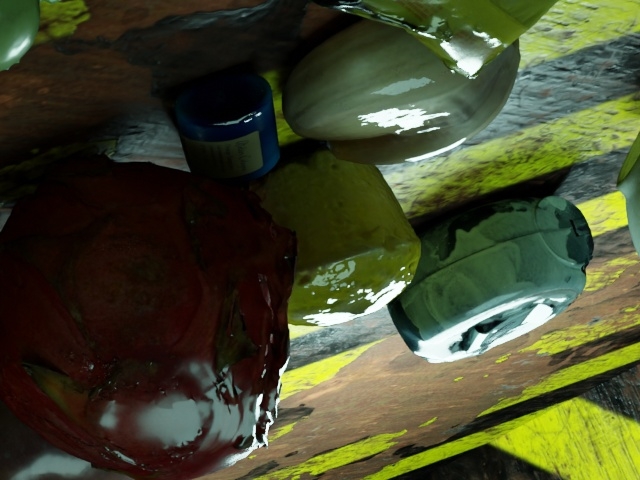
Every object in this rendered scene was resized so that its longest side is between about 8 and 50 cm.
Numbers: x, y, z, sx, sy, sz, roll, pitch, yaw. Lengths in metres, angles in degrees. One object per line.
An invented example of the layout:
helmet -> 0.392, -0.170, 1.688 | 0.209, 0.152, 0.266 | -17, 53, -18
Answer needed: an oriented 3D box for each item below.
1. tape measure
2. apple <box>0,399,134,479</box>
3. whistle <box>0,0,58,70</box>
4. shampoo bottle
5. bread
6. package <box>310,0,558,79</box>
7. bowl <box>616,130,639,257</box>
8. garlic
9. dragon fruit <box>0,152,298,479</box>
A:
tape measure -> 0.219, 0.052, 2.086 | 0.275, 0.147, 0.256 | -18, 161, -14
apple -> -0.302, 0.175, 1.702 | 0.306, 0.235, 0.305 | -17, 161, -6
whistle -> -0.171, -0.202, 0.989 | 0.294, 0.141, 0.141 | -38, 164, -9
shampoo bottle -> -0.082, -0.092, 1.475 | 0.087, 0.050, 0.183 | -15, 162, -4
bread -> 0.004, 0.002, 1.651 | 0.197, 0.170, 0.197 | -18, 160, -7
package -> 0.106, -0.206, 1.266 | 0.168, 0.090, 0.226 | -40, 145, 20
bowl -> 0.431, -0.078, 1.891 | 0.313, 0.146, 0.313 | -63, 177, -6
garlic -> 0.081, -0.134, 1.455 | 0.228, 0.110, 0.217 | -32, 156, 30
dragon fruit -> -0.156, 0.065, 1.466 | 0.295, 0.302, 0.295 | 25, 90, -85
